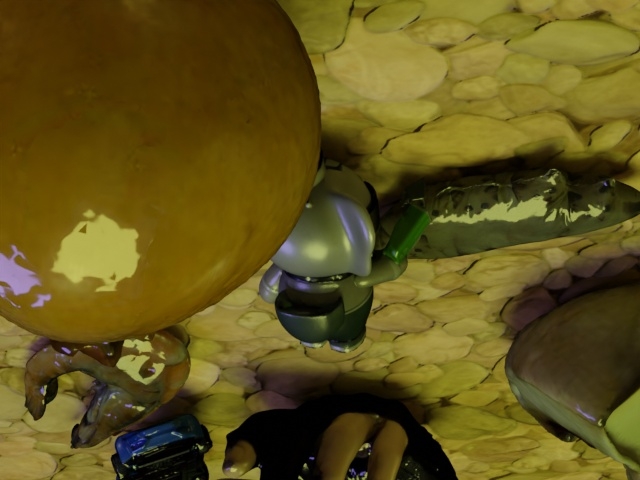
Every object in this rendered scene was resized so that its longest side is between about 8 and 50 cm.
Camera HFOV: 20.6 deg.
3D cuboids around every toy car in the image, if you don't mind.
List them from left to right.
[{"bbox_3d":[-0.170,0.224,1.839,0.103,0.063,0.216,-18,157,-12],"label":"toy car"}]

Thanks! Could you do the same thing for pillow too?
[{"bbox_3d":[0.143,-0.027,1.448,0.241,0.051,0.093,-9,147,15],"label":"pillow"}]

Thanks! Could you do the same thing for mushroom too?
[{"bbox_3d":[0.312,0.119,1.671,0.217,0.212,0.292,-48,133,-9],"label":"mushroom"}]

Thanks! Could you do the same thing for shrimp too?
[{"bbox_3d":[-0.226,0.148,1.713,0.145,0.059,0.254,19,143,-31],"label":"shrimp"}]

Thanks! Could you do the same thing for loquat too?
[{"bbox_3d":[-0.137,-0.054,1.137,0.274,0.275,0.275,-3,151,-2],"label":"loquat"}]

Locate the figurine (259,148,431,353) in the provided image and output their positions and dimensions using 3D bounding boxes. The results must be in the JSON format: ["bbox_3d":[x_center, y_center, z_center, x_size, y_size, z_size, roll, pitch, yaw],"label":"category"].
[{"bbox_3d":[0.000,0.000,1.411,0.147,0.126,0.192,12,133,28],"label":"figurine"}]

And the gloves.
[{"bbox_3d":[-0.001,0.234,1.789,0.197,0.152,0.301,-28,168,27],"label":"gloves"}]
